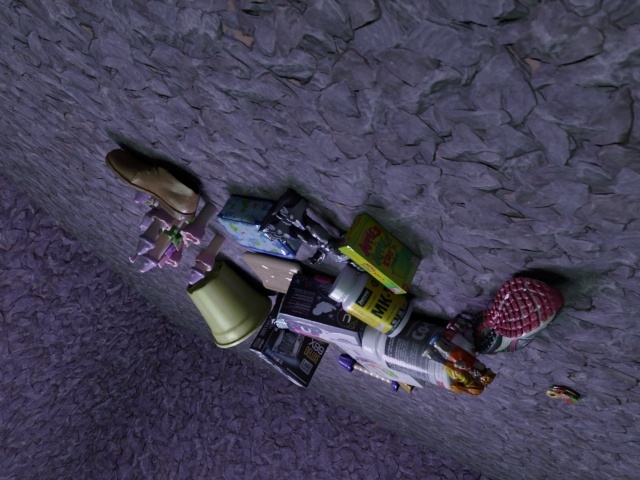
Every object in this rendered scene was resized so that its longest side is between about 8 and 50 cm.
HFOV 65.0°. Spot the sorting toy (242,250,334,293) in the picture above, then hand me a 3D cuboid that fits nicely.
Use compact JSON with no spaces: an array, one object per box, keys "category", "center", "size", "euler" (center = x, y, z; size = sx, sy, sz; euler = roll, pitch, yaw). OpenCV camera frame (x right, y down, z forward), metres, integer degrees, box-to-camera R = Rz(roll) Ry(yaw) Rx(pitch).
[{"category":"sorting toy","center":[-0.085,0.123,1.652],"size":[0.307,0.041,0.229],"euler":[13,153,21]}]

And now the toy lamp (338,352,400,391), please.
[{"category":"toy lamp","center":[0.205,0.548,2.120],"size":[0.275,0.080,0.080],"euler":[17,154,22]}]

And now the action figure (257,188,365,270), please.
[{"category":"action figure","center":[0.000,0.000,1.226],"size":[0.285,0.099,0.185],"euler":[31,148,-13]}]

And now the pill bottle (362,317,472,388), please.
[{"category":"pill bottle","center":[0.272,0.308,1.445],"size":[0.283,0.161,0.161],"euler":[11,150,38]}]

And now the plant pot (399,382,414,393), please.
[{"category":"plant pot","center":[0.328,0.516,1.909],"size":[0.083,0.081,0.081],"euler":[32,159,24]}]

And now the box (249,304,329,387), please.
[{"category":"box","center":[-0.105,0.397,1.965],"size":[0.077,0.242,0.307],"euler":[5,146,44]}]

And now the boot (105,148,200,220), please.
[{"category":"boot","center":[-0.470,-0.188,1.431],"size":[0.305,0.112,0.115],"euler":[33,127,3]}]

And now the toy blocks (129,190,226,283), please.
[{"category":"toy blocks","center":[-0.501,-0.003,1.593],"size":[0.309,0.260,0.288],"euler":[26,157,9]}]

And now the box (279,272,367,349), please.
[{"category":"box","center":[0.022,0.221,1.537],"size":[0.247,0.142,0.163],"euler":[13,153,17]}]

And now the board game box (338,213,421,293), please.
[{"category":"board game box","center":[0.136,0.032,1.132],"size":[0.181,0.092,0.043],"euler":[38,156,-19]}]

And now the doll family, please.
[{"category":"doll family","center":[0.349,0.295,1.229],"size":[0.163,0.118,0.263],"euler":[37,-158,20]}]

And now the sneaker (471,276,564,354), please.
[{"category":"sneaker","center":[0.423,0.160,1.061],"size":[0.112,0.120,0.299],"euler":[1,156,-6]}]

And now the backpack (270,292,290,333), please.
[{"category":"backpack","center":[-0.077,0.257,1.780],"size":[0.182,0.151,0.115],"euler":[8,160,18]}]

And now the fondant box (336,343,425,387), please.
[{"category":"fondant box","center":[0.199,0.378,1.758],"size":[0.238,0.096,0.330],"euler":[-2,140,51]}]

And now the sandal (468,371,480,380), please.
[{"category":"sandal","center":[0.496,0.457,1.637],"size":[0.067,0.040,0.179],"euler":[22,155,19]}]

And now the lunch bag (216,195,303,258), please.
[{"category":"lunch bag","center":[-0.159,-0.031,1.359],"size":[0.219,0.090,0.176],"euler":[12,154,38]}]

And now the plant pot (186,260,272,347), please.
[{"category":"plant pot","center":[-0.370,0.226,1.951],"size":[0.276,0.276,0.253],"euler":[-3,128,52]}]

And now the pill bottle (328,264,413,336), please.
[{"category":"pill bottle","center":[0.134,0.162,1.363],"size":[0.209,0.119,0.119],"euler":[31,157,-3]}]

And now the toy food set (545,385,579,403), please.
[{"category":"toy food set","center":[0.674,0.428,1.397],"size":[0.083,0.020,0.082],"euler":[22,155,19]}]
